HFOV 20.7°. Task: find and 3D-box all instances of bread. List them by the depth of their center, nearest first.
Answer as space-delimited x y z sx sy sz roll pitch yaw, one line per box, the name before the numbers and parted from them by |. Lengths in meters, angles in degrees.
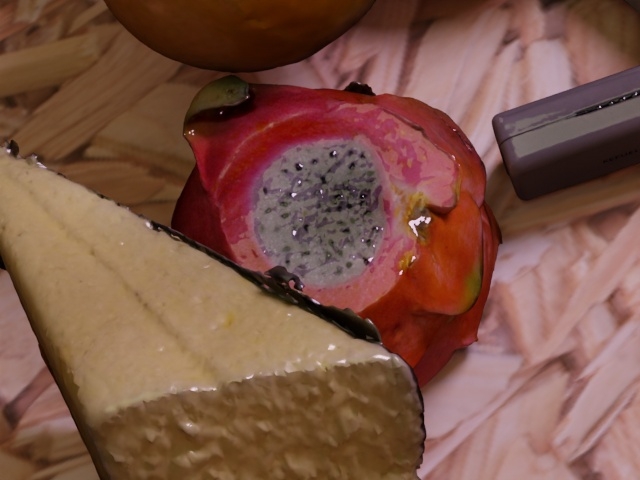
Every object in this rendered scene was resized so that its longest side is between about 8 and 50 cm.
bread | -0.083 0.116 1.316 0.242 0.346 0.405 -20 45 -10

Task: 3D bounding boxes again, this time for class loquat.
loquat | -0.069 -0.260 1.363 0.263 0.263 0.263 -5 69 12

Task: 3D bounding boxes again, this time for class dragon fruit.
dragon fruit | 0.000 0.000 1.378 0.290 0.189 0.291 -5 69 13

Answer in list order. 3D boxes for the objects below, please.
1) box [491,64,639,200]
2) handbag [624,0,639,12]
box | 0.261 -0.102 1.398 0.243 0.103 0.055 -19 72 6
handbag | 0.363 -0.312 1.453 0.315 0.109 0.241 -43 67 -8
